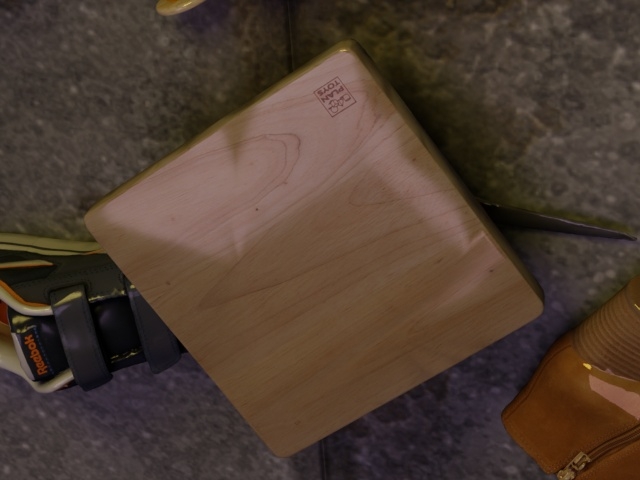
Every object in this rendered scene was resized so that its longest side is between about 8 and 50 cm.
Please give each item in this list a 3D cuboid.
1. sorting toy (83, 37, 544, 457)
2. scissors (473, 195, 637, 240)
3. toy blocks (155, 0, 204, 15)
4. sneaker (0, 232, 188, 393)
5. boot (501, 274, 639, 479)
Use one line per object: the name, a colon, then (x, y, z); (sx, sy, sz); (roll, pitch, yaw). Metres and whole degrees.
sorting toy: (0.000, 0.000, 1.411); (0.257, 0.089, 0.255); (-31, 107, 22)
scissors: (0.095, -0.023, 1.448); (0.297, 0.021, 0.109); (22, 126, 3)
toy blocks: (-0.099, -0.247, 1.330); (0.123, 0.054, 0.148); (-13, 119, 28)
sneaker: (-0.180, 0.063, 1.542); (0.321, 0.127, 0.126); (-4, 122, 20)
boot: (0.307, 0.165, 1.464); (0.295, 0.104, 0.211); (33, 134, 1)
